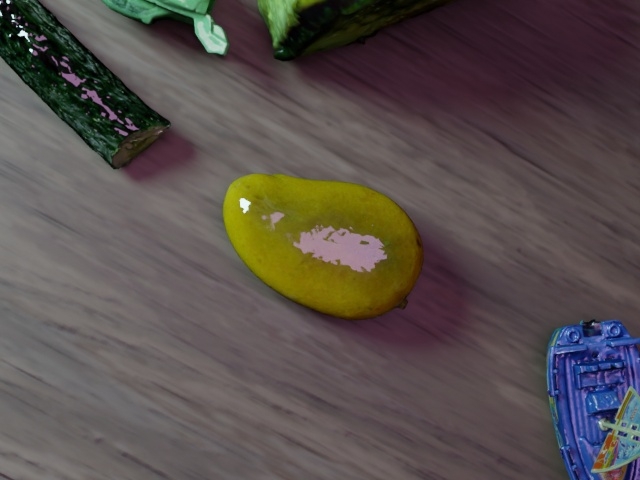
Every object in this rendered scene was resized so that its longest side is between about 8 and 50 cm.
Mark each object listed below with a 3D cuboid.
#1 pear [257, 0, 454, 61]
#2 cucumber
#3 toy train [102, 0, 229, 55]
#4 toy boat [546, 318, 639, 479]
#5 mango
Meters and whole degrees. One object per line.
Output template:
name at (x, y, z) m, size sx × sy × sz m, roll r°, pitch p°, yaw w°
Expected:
pear at (0.043, -0.293, 0.914) m, size 0.238 × 0.164 × 0.256 m, roll -19°, pitch 87°, yaw -9°
cucumber at (-0.208, -0.145, 0.910) m, size 0.215 × 0.052 × 0.058 m, roll 46°, pitch 60°, yaw -3°
toy train at (-0.132, -0.199, 0.910) m, size 0.149 × 0.099 × 0.081 m, roll 17°, pitch 98°, yaw -6°
toy boat at (0.227, 0.149, 0.932) m, size 0.091 × 0.110 × 0.175 m, roll -6°, pitch 88°, yaw -10°
mango at (0.000, 0.000, 0.923) m, size 0.161 × 0.076 × 0.103 m, roll 22°, pitch 86°, yaw -4°
